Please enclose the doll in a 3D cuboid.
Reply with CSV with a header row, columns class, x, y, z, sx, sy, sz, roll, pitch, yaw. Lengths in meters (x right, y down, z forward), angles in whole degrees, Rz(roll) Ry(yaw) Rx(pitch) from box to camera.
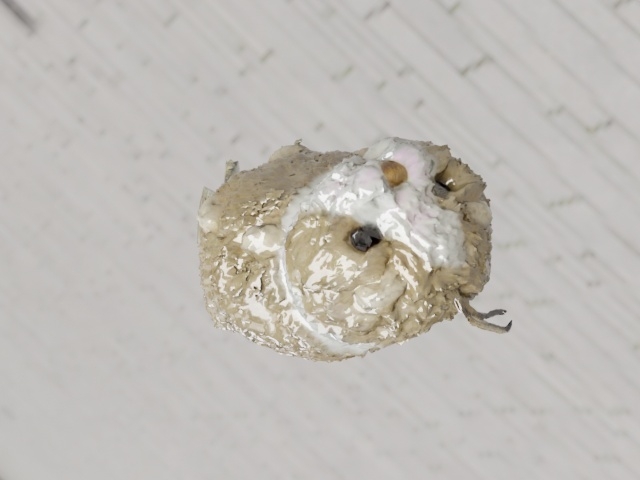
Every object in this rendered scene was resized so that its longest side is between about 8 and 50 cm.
class,x,y,z,sx,sy,sz,roll,pitch,yaw
doll,-0.005,0.005,0.964,0.221,0.105,0.115,3,128,49
